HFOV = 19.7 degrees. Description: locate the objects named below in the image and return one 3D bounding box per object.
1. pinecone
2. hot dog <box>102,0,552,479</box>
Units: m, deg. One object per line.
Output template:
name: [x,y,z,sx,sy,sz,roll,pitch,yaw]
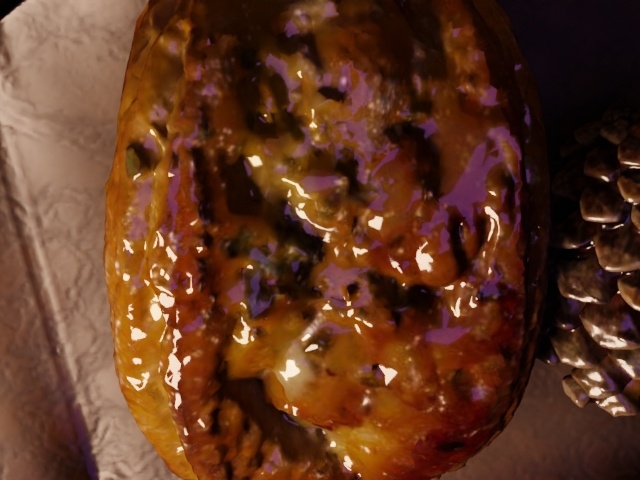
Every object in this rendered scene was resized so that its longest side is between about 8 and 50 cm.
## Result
pinecone: [0.214,0.015,1.162,0.179,0.184,0.205,17,113,5]
hot dog: [0.000,0.000,1.131,0.266,0.174,0.388,-2,109,-7]
